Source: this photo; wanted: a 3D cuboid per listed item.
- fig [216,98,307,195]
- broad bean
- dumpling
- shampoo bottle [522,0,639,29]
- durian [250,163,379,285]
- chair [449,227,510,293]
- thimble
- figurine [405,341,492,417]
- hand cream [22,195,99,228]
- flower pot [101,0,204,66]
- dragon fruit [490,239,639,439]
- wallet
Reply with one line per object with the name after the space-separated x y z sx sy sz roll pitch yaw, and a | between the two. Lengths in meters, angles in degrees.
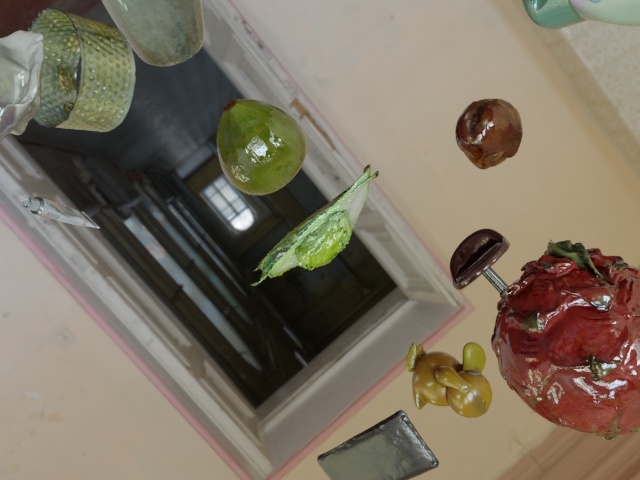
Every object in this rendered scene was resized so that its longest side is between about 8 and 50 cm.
-0.200 -0.311 2.027 0.316 0.316 0.316 -39 -172 7 | fig
0.386 -0.236 1.438 0.122 0.156 0.228 12 180 37 | broad bean
-0.380 -0.160 0.738 0.188 0.127 0.108 -38 158 0 | dumpling
0.524 -0.485 1.146 0.151 0.222 0.349 -27 -164 -32 | shampoo bottle
-0.005 -0.005 1.346 0.375 0.106 0.132 -44 -174 10 | durian
0.560 0.158 1.913 0.226 0.401 0.226 -42 174 -5 | chair
-0.567 -0.387 1.480 0.270 0.271 0.150 -34 162 34 | thimble
0.346 0.375 1.695 0.228 0.215 0.215 -17 -159 38 | figurine
-0.554 -0.062 1.360 0.038 0.053 0.216 -22 166 11 | hand cream
-0.482 -0.690 1.827 0.293 0.293 0.330 -43 152 -22 | flower pot
0.368 0.144 0.858 0.244 0.299 0.244 -44 -168 12 | dragon fruit
0.122 0.497 1.438 0.285 0.146 0.030 -39 179 32 | wallet
